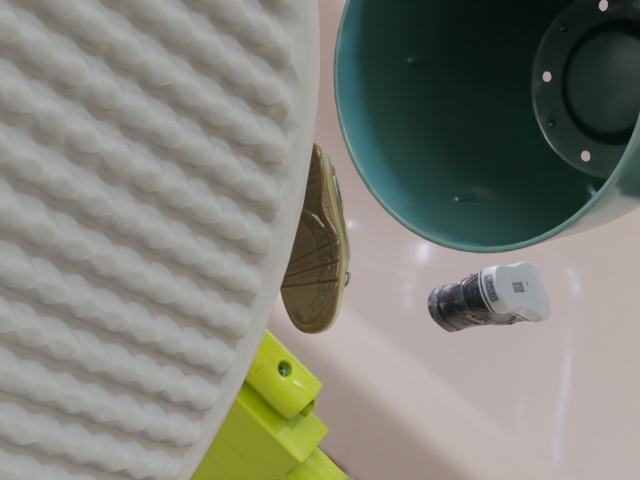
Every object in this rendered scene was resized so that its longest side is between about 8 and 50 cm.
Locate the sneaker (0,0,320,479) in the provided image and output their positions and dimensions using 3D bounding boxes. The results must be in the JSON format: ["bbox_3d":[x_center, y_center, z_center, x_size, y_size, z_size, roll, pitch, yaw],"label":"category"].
[{"bbox_3d":[-0.092,-0.090,0.355,0.135,0.366,0.150,-11,24,-36],"label":"sneaker"}]

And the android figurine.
[{"bbox_3d":[-0.097,0.135,1.257,0.273,0.248,0.056,45,54,0],"label":"android figurine"}]

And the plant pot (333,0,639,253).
[{"bbox_3d":[0.198,-0.138,1.252,0.235,0.293,0.293,-2,58,-51],"label":"plant pot"}]

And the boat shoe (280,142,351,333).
[{"bbox_3d":[-0.002,0.000,1.126,0.048,0.056,0.153,34,43,-57],"label":"boat shoe"}]

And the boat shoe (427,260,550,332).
[{"bbox_3d":[0.178,0.060,1.563,0.183,0.083,0.065,12,62,-63],"label":"boat shoe"}]
